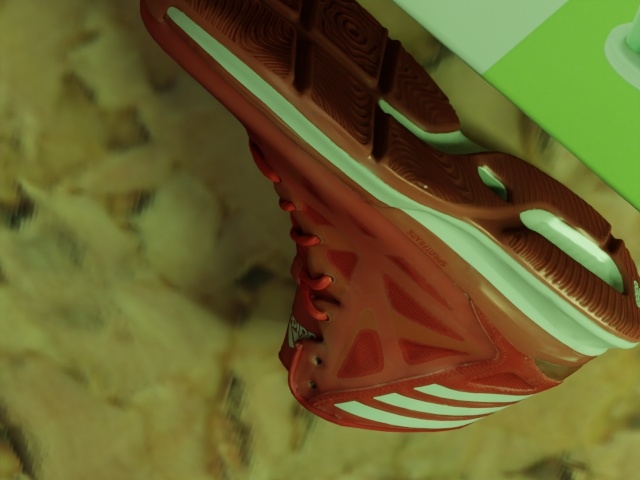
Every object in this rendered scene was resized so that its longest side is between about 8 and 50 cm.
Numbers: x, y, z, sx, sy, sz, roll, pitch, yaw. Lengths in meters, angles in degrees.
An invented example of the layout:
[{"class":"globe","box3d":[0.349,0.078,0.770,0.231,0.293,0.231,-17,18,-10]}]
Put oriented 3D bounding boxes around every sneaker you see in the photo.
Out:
[{"class":"sneaker","box3d":[0.000,0.000,0.631,0.221,0.087,0.128,39,121,-17]}]

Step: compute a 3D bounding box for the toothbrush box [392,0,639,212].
[{"class":"toothbrush box","box3d":[0.146,-0.080,0.474,0.283,0.206,0.122,38,123,-19]}]
